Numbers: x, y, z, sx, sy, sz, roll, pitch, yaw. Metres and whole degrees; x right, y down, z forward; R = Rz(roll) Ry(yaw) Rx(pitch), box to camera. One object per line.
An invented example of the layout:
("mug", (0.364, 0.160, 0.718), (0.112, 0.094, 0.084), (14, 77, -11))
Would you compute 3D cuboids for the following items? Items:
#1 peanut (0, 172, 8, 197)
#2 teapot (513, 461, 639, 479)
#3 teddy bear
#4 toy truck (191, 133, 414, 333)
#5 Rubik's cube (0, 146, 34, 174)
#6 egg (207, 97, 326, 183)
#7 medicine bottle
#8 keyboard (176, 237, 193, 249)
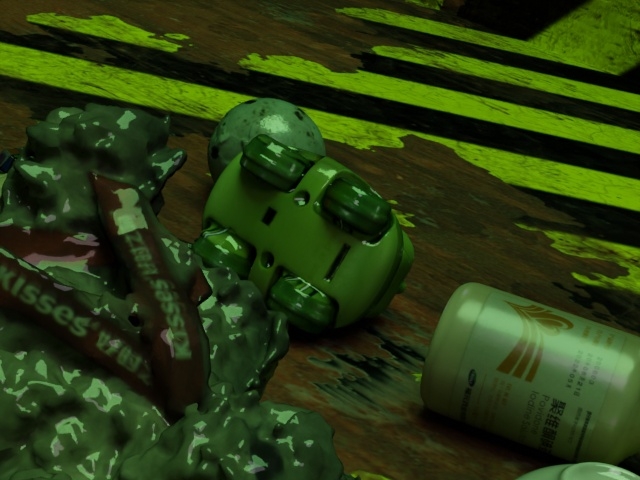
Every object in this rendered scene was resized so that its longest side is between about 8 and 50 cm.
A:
("peanut", (-0.291, -0.019, 1.122), (0.207, 0.087, 0.087), (2, 14, 22))
("teapot", (0.167, 0.200, 0.859), (0.226, 0.092, 0.145), (-2, 23, -30))
("teddy bear", (-0.096, 0.105, 0.771), (0.367, 0.224, 0.357), (25, 29, 13))
("toy truck", (0.004, 0.004, 1.237), (0.187, 0.148, 0.210), (33, 7, 40))
("Rubik's cube", (-0.261, -0.034, 1.216), (0.111, 0.111, 0.093), (18, 44, 14))
("egg", (-0.067, -0.095, 1.471), (0.131, 0.131, 0.164), (0, 13, -34))
("medicine bottle", (0.213, 0.122, 1.062), (0.252, 0.114, 0.114), (19, 20, 14))
("keyboard", (-0.178, 0.047, 1.131), (0.103, 0.041, 0.381), (20, 12, 10))
